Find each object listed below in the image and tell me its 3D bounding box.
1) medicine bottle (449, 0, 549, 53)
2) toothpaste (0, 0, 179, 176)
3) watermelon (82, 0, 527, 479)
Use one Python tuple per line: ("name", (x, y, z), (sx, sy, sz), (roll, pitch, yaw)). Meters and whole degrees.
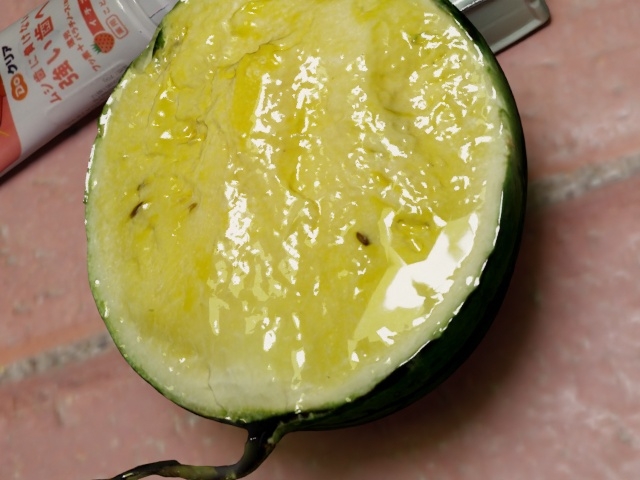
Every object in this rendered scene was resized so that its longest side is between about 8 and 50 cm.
("medicine bottle", (0.056, -0.146, 0.810), (0.074, 0.055, 0.118), (-27, 61, 15))
("toothpaste", (-0.151, -0.089, 0.893), (0.234, 0.057, 0.089), (-32, 63, 20))
("watermelon", (0.002, -0.008, 0.738), (0.204, 0.127, 0.232), (-11, 72, 22))
